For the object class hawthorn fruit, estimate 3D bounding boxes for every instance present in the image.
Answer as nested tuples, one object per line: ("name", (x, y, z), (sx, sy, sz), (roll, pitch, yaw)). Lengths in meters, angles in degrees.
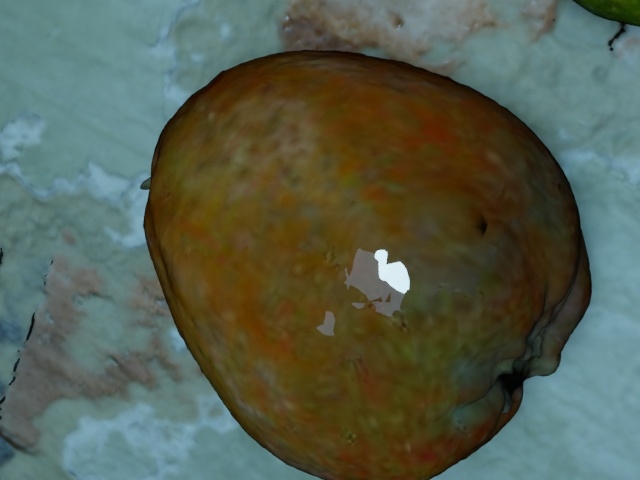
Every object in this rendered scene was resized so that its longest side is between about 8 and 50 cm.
("hawthorn fruit", (0.000, 0.000, 0.653), (0.262, 0.210, 0.210), (28, 111, 26))

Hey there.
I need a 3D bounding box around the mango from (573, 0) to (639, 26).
("mango", (0.136, -0.210, 0.589), (0.151, 0.120, 0.221), (-33, 96, 28))
